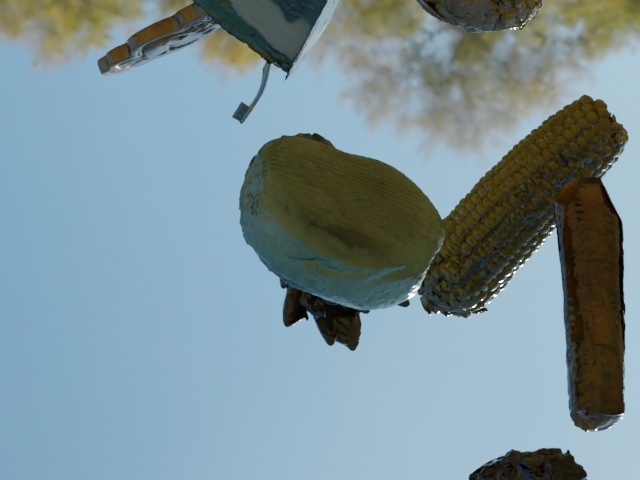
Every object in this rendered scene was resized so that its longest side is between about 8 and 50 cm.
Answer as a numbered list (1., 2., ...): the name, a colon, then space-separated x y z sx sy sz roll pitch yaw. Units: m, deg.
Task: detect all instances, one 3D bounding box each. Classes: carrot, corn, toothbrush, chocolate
1. carrot: 0.275 0.063 1.657 0.070 0.070 0.260 12 -114 -26
2. corn: 0.223 -0.037 1.881 0.115 0.318 0.115 40 -170 -9
3. toothbrush: -0.070 -0.300 2.643 0.026 0.263 0.022 27 -160 -13
4. chocolate: 0.284 0.313 2.079 0.156 0.133 0.156 25 -140 -23

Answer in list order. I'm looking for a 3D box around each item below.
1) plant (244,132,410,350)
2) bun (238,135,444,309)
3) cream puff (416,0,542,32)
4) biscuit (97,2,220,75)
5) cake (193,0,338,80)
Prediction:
1. plant: 0.000 0.000 2.454 0.194 0.182 0.321 -13 -125 -24
2. bun: 0.018 -0.011 1.661 0.221 0.108 0.221 20 -149 -13
3. cream puff: 0.150 -0.252 1.519 0.119 0.104 0.133 -29 -103 -26
4. biscuit: -0.182 -0.270 2.106 0.040 0.236 0.144 65 -161 8
5. cake: -0.081 -0.344 1.788 0.283 0.158 0.172 38 -133 5
